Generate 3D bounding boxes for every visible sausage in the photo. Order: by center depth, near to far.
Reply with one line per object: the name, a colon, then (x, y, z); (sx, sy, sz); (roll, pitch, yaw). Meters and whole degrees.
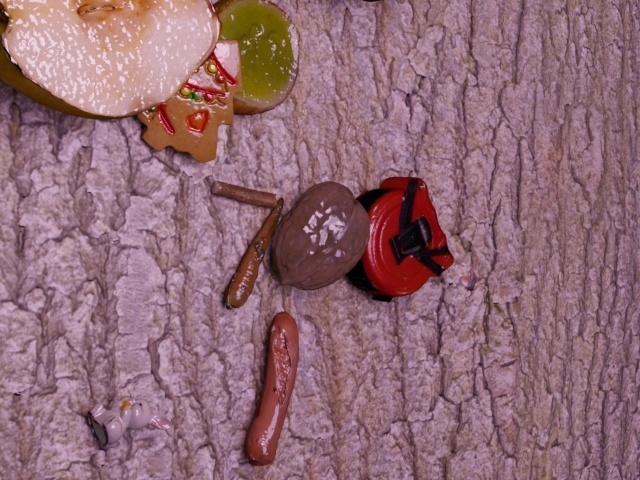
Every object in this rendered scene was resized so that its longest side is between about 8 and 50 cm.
sausage: (-0.089, 0.290, 1.859); (0.078, 0.078, 0.305); (19, 80, -40)

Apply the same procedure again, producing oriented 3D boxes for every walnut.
walnut: (-0.001, -0.001, 1.862); (0.230, 0.178, 0.178); (-50, 123, -14)

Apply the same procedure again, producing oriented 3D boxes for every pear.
pear: (-0.366, -0.357, 1.494); (0.386, 0.191, 0.341); (-13, 100, -41)

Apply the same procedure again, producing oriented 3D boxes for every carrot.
carrot: (-0.123, 0.022, 1.837); (0.049, 0.049, 0.255); (41, 62, -35)

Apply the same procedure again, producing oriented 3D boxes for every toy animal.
toy animal: (-0.332, 0.308, 1.648); (0.124, 0.071, 0.085); (-25, 108, -38)

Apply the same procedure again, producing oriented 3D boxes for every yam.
yam: (-0.142, -0.087, 1.817); (0.145, 0.032, 0.032); (12, 85, -40)

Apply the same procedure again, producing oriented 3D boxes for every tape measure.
tape measure: (0.158, 0.006, 2.031); (0.260, 0.114, 0.253); (-37, 116, -33)

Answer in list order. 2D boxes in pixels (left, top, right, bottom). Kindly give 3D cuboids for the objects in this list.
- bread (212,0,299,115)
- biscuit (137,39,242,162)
bread: (-0.139, -0.344, 1.776); (0.236, 0.070, 0.236); (-4, 96, -42)
biscuit: (-0.223, -0.258, 1.666); (0.212, 0.041, 0.239); (40, 93, -22)
